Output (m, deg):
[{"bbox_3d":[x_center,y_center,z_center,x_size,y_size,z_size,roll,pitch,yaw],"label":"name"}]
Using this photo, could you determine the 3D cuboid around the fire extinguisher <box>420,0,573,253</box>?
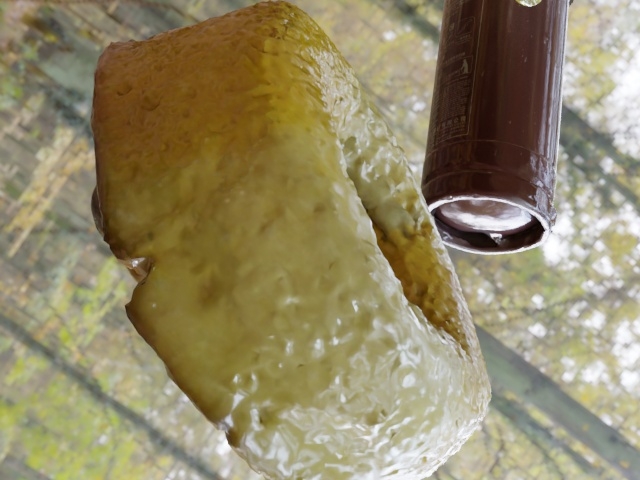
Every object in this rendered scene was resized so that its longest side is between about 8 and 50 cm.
[{"bbox_3d":[0.134,-0.131,0.845,0.105,0.104,0.269,-30,-136,55],"label":"fire extinguisher"}]

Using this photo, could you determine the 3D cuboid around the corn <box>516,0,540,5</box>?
[{"bbox_3d":[0.082,-0.261,0.619,0.115,0.115,0.318,-41,-121,39],"label":"corn"}]

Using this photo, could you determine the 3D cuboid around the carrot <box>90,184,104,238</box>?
[{"bbox_3d":[-0.099,-0.002,0.777,0.055,0.055,0.161,-56,155,-8],"label":"carrot"}]

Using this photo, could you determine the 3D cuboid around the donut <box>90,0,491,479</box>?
[{"bbox_3d":[0.000,0.000,0.378,0.065,0.162,0.178,-31,-122,17],"label":"donut"}]
